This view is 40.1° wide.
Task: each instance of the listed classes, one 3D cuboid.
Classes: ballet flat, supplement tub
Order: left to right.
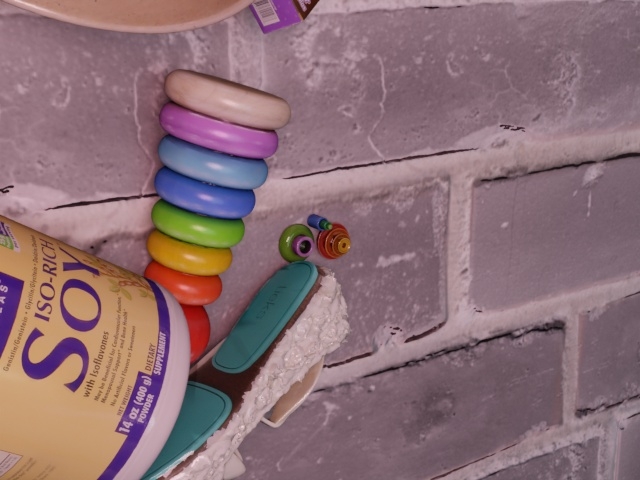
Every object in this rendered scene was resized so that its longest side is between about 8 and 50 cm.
[{"bbox_3d":[-0.315,0.097,0.809,0.331,0.241,0.241,28,86,-36],"label":"supplement tub"},{"bbox_3d":[-0.097,0.194,1.020,0.409,0.147,0.147,-45,123,-26],"label":"ballet flat"}]

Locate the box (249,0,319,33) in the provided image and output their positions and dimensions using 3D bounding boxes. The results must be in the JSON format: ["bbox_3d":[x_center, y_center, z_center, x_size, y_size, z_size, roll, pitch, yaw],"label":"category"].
[{"bbox_3d":[-0.066,-0.395,0.911,0.293,0.057,0.201,60,40,-30],"label":"box"}]

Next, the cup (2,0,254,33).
[{"bbox_3d":[-0.169,-0.347,0.657,0.331,0.331,0.237,26,65,-36],"label":"cup"}]

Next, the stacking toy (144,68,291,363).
[{"bbox_3d":[-0.142,-0.015,0.980,0.141,0.141,0.331,9,104,-35],"label":"stacking toy"}]

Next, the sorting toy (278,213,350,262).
[{"bbox_3d":[0.000,0.000,1.119,0.101,0.042,0.061,-7,106,-32],"label":"sorting toy"}]
